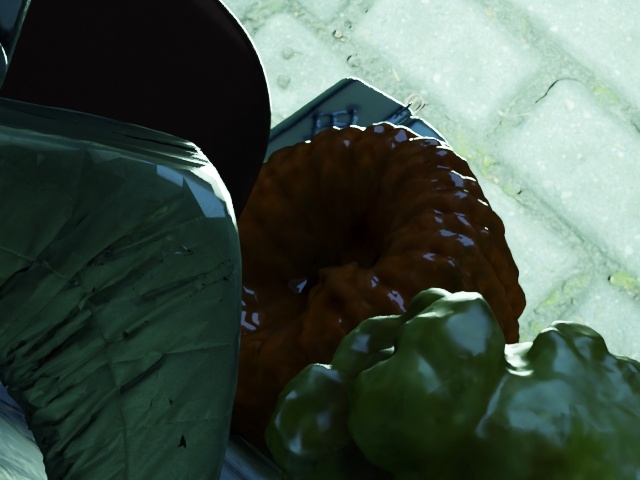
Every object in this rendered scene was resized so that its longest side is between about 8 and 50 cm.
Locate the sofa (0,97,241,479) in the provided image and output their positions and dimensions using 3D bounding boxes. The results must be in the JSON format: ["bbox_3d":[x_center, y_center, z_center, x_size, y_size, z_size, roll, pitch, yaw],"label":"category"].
[{"bbox_3d":[-0.148,0.034,0.726,0.225,0.176,0.210,11,6,-12],"label":"sofa"}]

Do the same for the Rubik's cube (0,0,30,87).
[{"bbox_3d":[-0.255,-0.223,0.806,0.260,0.259,0.255,5,-17,28],"label":"Rubik's cube"}]

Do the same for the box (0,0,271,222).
[{"bbox_3d":[-0.197,-0.118,1.142,0.108,0.263,0.404,-9,-45,46],"label":"box"}]

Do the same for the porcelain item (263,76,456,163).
[{"bbox_3d":[0.000,0.000,1.987,0.157,0.286,0.281,37,43,16],"label":"porcelain item"}]

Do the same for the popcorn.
[{"bbox_3d":[0.081,0.149,1.219,0.242,0.235,0.250,45,-40,-5],"label":"popcorn"}]

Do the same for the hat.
[{"bbox_3d":[0.062,0.116,1.634,0.285,0.285,0.400,40,-11,48],"label":"hat"}]
